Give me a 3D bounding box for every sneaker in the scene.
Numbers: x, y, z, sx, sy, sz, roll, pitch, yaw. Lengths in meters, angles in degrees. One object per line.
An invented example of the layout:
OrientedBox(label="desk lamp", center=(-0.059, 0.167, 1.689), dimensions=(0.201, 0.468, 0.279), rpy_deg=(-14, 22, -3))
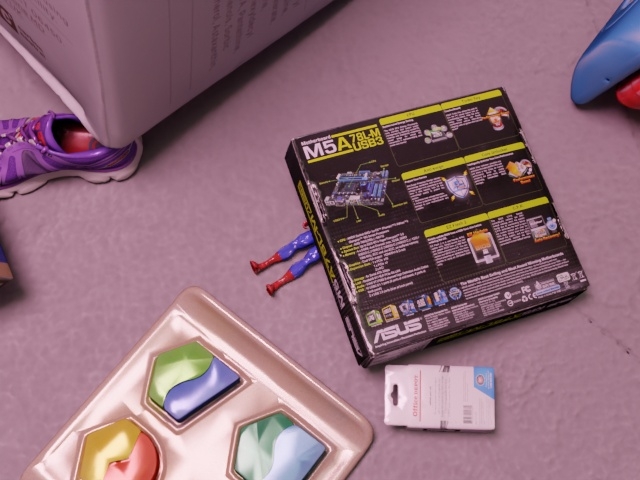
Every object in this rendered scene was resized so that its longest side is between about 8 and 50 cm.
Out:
OrientedBox(label="sneaker", center=(-0.232, -0.081, 0.797), dimensions=(0.170, 0.071, 0.068), rpy_deg=(-9, 73, -1))

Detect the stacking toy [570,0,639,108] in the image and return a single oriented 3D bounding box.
OrientedBox(label="stacking toy", center=(0.369, -0.107, 0.773), dimensions=(0.302, 0.175, 0.166), rpy_deg=(39, 80, -1))

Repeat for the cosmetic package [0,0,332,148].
OrientedBox(label="cosmetic package", center=(-0.108, -0.350, 0.713), dimensions=(0.393, 0.327, 0.329), rpy_deg=(-39, 76, -20))

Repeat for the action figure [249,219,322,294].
OrientedBox(label="action figure", center=(0.000, 0.000, 0.795), dimensions=(0.115, 0.030, 0.038), rpy_deg=(-33, 73, -11))

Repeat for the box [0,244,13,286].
OrientedBox(label="box", center=(-0.336, -0.037, 0.776), dimensions=(0.136, 0.036, 0.225), rpy_deg=(-30, 75, 18))

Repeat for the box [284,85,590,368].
OrientedBox(label="box", center=(0.090, -0.015, 0.776), dimensions=(0.190, 0.045, 0.184), rpy_deg=(-16, 72, -15))

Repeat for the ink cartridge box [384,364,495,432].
OrientedBox(label="ink cartridge box", center=(0.090, 0.121, 0.756), dimensions=(0.083, 0.028, 0.048), rpy_deg=(2, 73, 1))

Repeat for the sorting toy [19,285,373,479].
OrientedBox(label="sorting toy", center=(-0.093, 0.165, 0.740), dimensions=(0.193, 0.038, 0.208), rpy_deg=(37, 77, 10))
